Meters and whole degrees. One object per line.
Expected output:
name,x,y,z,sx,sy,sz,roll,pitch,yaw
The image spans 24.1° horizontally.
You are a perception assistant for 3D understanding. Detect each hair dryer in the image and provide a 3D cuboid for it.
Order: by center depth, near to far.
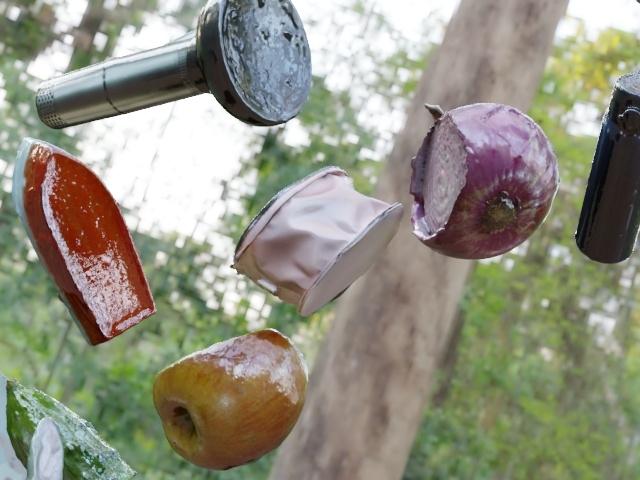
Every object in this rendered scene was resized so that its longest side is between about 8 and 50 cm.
hair dryer,-0.130,-0.228,1.660,0.320,0.284,0.155,-3,-53,43

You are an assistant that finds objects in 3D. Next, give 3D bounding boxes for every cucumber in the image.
cucumber,-0.395,0.306,2.253,0.244,0.134,0.134,52,-17,-1

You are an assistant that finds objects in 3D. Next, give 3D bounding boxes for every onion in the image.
onion,0.220,-0.073,1.959,0.201,0.207,0.200,11,2,0

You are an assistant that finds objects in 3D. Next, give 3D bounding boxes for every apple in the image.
apple,-0.105,0.193,1.850,0.160,0.173,0.195,56,-36,-2

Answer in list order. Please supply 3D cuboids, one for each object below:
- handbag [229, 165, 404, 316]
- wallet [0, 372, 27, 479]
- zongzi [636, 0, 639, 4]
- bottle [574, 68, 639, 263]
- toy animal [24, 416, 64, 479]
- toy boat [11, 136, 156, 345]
handbag,-0.001,-0.001,1.890,0.116,0.205,0.179,42,-39,14
wallet,-0.504,0.359,2.455,0.083,0.252,0.360,-31,-67,28
zongzi,0.465,-0.298,1.964,0.300,0.286,0.138,-21,22,-26
bottle,0.344,-0.081,1.708,0.072,0.082,0.244,20,-46,16
toy animal,-0.293,0.295,1.454,0.125,0.251,0.127,38,-22,-25
toy boat,-0.379,-0.006,2.306,0.133,0.145,0.331,-2,-66,55
